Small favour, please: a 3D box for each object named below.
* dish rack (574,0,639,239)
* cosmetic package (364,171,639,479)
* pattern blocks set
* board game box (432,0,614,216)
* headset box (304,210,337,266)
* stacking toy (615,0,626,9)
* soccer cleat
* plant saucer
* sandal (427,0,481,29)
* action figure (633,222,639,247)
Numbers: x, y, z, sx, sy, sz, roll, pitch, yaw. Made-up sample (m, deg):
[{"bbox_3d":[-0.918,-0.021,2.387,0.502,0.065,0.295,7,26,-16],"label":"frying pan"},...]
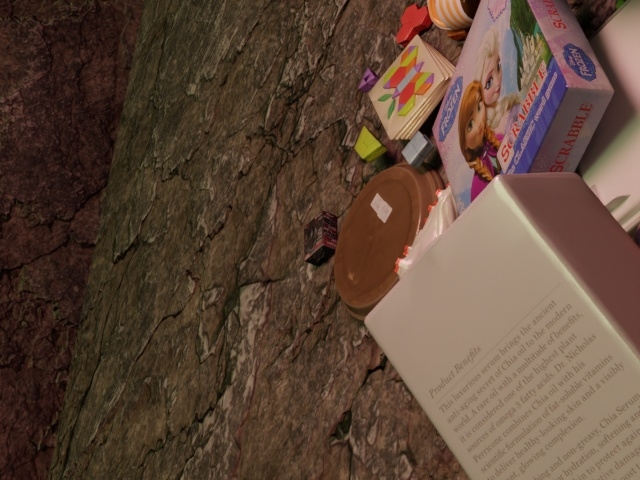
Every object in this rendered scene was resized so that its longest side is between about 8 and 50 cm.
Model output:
[{"bbox_3d":[0.393,-0.170,1.371,0.285,0.072,0.333,-46,37,37],"label":"dish rack"},{"bbox_3d":[0.267,0.175,1.071,0.230,0.161,0.453,-50,62,33],"label":"cosmetic package"},{"bbox_3d":[0.148,-0.254,1.867,0.285,0.026,0.325,-57,29,7],"label":"pattern blocks set"},{"bbox_3d":[0.253,-0.169,1.515,0.318,0.065,0.319,-101,21,-46],"label":"board game box"},{"bbox_3d":[0.000,0.000,2.001,0.062,0.032,0.083,-41,38,43],"label":"headset box"},{"bbox_3d":[0.415,-0.431,1.517,0.221,0.052,0.167,-60,29,19],"label":"stacking toy"},{"bbox_3d":[0.180,-0.011,1.663,0.196,0.076,0.068,-59,-11,-13],"label":"soccer cleat"},{"bbox_3d":[0.101,-0.001,1.814,0.278,0.041,0.278,-41,38,43],"label":"plant saucer"},{"bbox_3d":[0.240,-0.378,1.707,0.265,0.076,0.102,-6,104,51],"label":"sandal"},{"bbox_3d":[0.348,0.107,1.165,0.341,0.178,0.330,-103,33,-48],"label":"action figure"}]
